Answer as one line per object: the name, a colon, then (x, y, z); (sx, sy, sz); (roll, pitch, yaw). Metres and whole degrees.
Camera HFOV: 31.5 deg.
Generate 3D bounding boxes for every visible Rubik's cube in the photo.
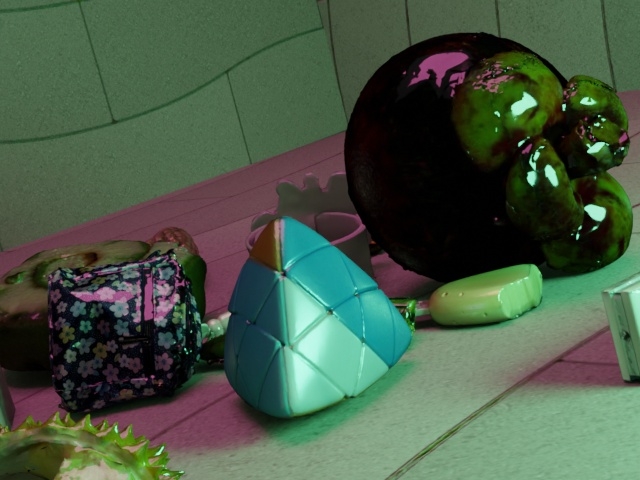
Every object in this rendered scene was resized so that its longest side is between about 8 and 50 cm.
Rubik's cube: (-0.035, 0.097, 1.314); (0.255, 0.254, 0.254); (-14, 11, 3)

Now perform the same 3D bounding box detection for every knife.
knife: (-0.186, 0.146, 1.692); (0.336, 0.043, 0.081); (-24, -20, -27)

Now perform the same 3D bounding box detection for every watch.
watch: (0.000, 0.000, 1.874); (0.244, 0.196, 0.231); (-11, 18, -1)

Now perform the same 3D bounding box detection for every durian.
durian: (-0.218, 0.249, 0.992); (0.307, 0.172, 0.166); (-3, 37, 14)

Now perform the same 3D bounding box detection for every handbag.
handbag: (-0.271, 0.123, 1.577); (0.208, 0.228, 0.126); (-7, -29, -1)

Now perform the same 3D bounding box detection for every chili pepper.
chili pepper: (-0.036, 0.128, 1.563); (0.359, 0.076, 0.084); (-9, 45, 28)

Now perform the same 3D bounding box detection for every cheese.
cheese: (0.172, 0.088, 1.543); (0.256, 0.050, 0.127); (-12, 12, 19)

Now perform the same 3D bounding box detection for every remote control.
remote control: (0.419, 0.057, 1.231); (0.277, 0.102, 0.055); (-21, 10, -32)

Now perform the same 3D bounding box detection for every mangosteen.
mangosteen: (0.249, -0.116, 1.645); (0.422, 0.380, 0.381); (0, 16, 24)

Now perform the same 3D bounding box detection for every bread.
bread: (-0.373, 0.094, 1.877); (0.382, 0.129, 0.366); (-13, 18, -12)

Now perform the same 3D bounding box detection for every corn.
corn: (-0.295, 0.036, 2.258); (0.127, 0.126, 0.335); (-15, 7, -1)

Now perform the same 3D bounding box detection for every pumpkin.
pumpkin: (0.084, 0.014, 2.080); (0.083, 0.028, 0.050); (-8, 8, -12)

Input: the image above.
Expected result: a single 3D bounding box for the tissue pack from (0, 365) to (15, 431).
tissue pack: (-0.567, 0.226, 1.567); (0.246, 0.135, 0.159); (-17, 11, -8)
